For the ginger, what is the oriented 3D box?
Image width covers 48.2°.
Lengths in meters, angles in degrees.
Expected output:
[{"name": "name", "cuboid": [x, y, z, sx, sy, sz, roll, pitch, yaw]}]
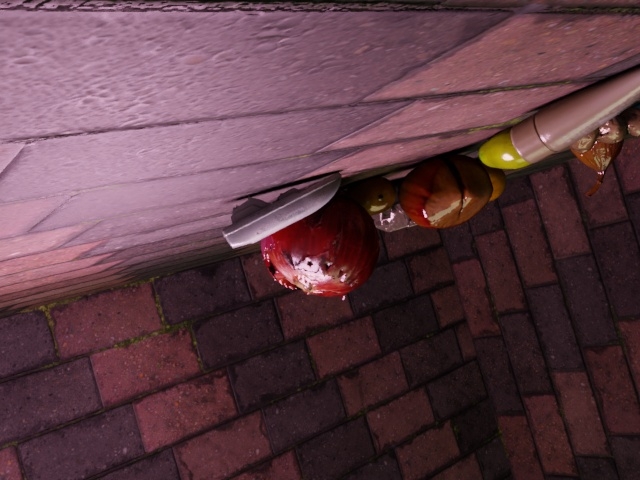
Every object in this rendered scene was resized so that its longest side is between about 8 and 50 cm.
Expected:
[{"name": "ginger", "cuboid": [0.707, -0.274, 1.756, 0.204, 0.080, 0.104, -17, 145, 9]}]

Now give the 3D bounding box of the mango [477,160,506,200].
[{"name": "mango", "cuboid": [0.437, -0.168, 2.078, 0.176, 0.119, 0.316, -8, 179, 39]}]

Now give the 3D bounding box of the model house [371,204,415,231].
[{"name": "model house", "cuboid": [0.290, -0.106, 2.541, 0.229, 0.123, 0.188, -14, 176, 6]}]

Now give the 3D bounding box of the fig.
[{"name": "fig", "cuboid": [0.728, -0.221, 1.865, 0.133, 0.201, 0.146, -7, 172, 1]}]

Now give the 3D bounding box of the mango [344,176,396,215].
[{"name": "mango", "cuboid": [0.107, -0.102, 1.742, 0.164, 0.089, 0.115, -14, -171, 27]}]

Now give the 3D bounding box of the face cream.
[{"name": "face cream", "cuboid": [0.494, -0.243, 1.241, 0.341, 0.084, 0.137, -29, 172, 41]}]

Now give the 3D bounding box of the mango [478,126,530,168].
[{"name": "mango", "cuboid": [0.417, -0.203, 1.547, 0.117, 0.089, 0.163, -24, -169, -10]}]

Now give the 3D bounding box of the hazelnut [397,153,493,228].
[{"name": "hazelnut", "cuboid": [0.287, -0.123, 1.685, 0.212, 0.181, 0.181, -17, 150, -10]}]

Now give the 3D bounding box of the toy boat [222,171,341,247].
[{"name": "toy boat", "cuboid": [-0.074, -0.071, 1.397, 0.260, 0.085, 0.078, -27, 180, -6]}]

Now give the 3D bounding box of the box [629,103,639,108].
[{"name": "box", "cuboid": [0.888, -0.330, 1.738, 0.142, 0.083, 0.232, -16, 177, -14]}]

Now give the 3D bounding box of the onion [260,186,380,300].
[{"name": "onion", "cuboid": [0.000, 0.000, 1.618, 0.276, 0.276, 0.276, -16, 178, -1]}]

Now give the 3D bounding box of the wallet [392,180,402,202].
[{"name": "wallet", "cuboid": [0.064, -0.093, 1.976, 0.405, 0.062, 0.228, -14, 178, -23]}]
